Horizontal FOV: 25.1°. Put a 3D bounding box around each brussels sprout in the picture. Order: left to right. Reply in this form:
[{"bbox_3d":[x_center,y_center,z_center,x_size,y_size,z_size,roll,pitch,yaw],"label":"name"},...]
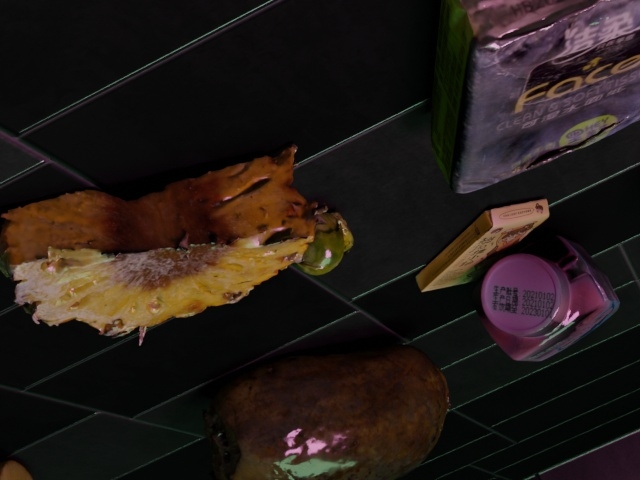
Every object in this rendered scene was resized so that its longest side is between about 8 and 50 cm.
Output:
[{"bbox_3d":[0.000,-0.001,1.158,0.046,0.050,0.083,4,-169,11],"label":"brussels sprout"}]

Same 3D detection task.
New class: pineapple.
[{"bbox_3d":[-0.119,0.010,1.019,0.233,0.079,0.135,-9,149,-18],"label":"pineapple"}]

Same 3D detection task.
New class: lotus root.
[{"bbox_3d":[0.015,0.196,1.542,0.275,0.152,0.160,-13,150,-28],"label":"lotus root"}]

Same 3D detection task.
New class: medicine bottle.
[{"bbox_3d":[0.223,0.058,1.452,0.119,0.094,0.188,-36,164,14],"label":"medicine bottle"}]

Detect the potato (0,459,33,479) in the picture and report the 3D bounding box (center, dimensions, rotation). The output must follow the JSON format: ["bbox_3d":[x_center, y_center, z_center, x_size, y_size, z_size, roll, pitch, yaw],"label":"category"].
[{"bbox_3d":[-0.367,0.319,1.458,0.158,0.178,0.203,-9,180,6],"label":"potato"}]

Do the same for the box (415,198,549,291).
[{"bbox_3d":[0.155,0.006,1.383,0.073,0.020,0.149,-10,157,-31],"label":"box"}]

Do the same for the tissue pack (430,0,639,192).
[{"bbox_3d":[0.162,-0.126,0.957,0.173,0.073,0.235,-21,161,-7],"label":"tissue pack"}]
